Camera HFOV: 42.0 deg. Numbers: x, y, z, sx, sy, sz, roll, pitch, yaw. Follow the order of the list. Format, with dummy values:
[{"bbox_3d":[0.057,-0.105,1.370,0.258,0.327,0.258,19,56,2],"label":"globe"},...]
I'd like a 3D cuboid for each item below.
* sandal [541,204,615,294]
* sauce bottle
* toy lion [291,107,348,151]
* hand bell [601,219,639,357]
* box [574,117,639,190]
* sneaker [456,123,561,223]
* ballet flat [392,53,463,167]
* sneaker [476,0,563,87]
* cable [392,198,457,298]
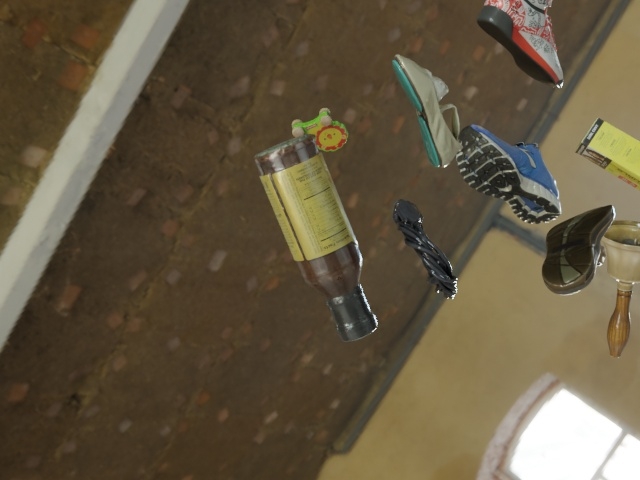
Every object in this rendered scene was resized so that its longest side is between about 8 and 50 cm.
[{"bbox_3d":[0.350,0.019,1.112,0.060,0.090,0.219,62,-149,-17],"label":"sandal"},{"bbox_3d":[0.000,0.000,1.371,0.111,0.111,0.344,-30,-75,-36],"label":"sauce bottle"},{"bbox_3d":[0.002,-0.218,1.707,0.100,0.034,0.096,-20,-47,13],"label":"toy lion"},{"bbox_3d":[0.538,0.097,1.481,0.126,0.126,0.242,-23,-58,-43],"label":"hand bell"},{"bbox_3d":[0.565,-0.125,1.457,0.058,0.232,0.087,-57,-10,-1],"label":"box"},{"bbox_3d":[0.439,-0.174,1.953,0.330,0.130,0.147,35,-131,-30],"label":"sneaker"},{"bbox_3d":[0.207,-0.249,1.541,0.086,0.086,0.248,-42,-52,-21],"label":"ballet flat"},{"bbox_3d":[0.416,-0.408,1.582,0.270,0.090,0.145,29,-88,-40],"label":"sneaker"},{"bbox_3d":[0.160,0.025,1.276,0.047,0.184,0.150,-26,-59,0],"label":"cable"}]
